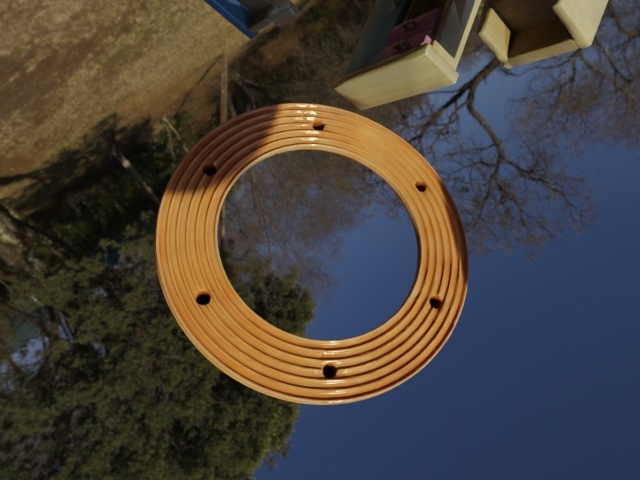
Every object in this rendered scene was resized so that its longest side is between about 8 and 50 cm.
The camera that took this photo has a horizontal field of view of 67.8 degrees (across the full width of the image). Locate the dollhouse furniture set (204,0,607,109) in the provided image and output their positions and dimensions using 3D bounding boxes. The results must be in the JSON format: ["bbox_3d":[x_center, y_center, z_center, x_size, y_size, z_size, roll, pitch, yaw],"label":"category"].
[{"bbox_3d":[0.038,-0.294,0.391,0.287,0.304,0.197,4,-111,54],"label":"dollhouse furniture set"}]

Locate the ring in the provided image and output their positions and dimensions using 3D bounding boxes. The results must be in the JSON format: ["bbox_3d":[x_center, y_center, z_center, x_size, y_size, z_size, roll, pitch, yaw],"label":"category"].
[{"bbox_3d":[0.000,0.000,0.511,0.336,0.337,0.032,-50,178,-26],"label":"ring"}]
